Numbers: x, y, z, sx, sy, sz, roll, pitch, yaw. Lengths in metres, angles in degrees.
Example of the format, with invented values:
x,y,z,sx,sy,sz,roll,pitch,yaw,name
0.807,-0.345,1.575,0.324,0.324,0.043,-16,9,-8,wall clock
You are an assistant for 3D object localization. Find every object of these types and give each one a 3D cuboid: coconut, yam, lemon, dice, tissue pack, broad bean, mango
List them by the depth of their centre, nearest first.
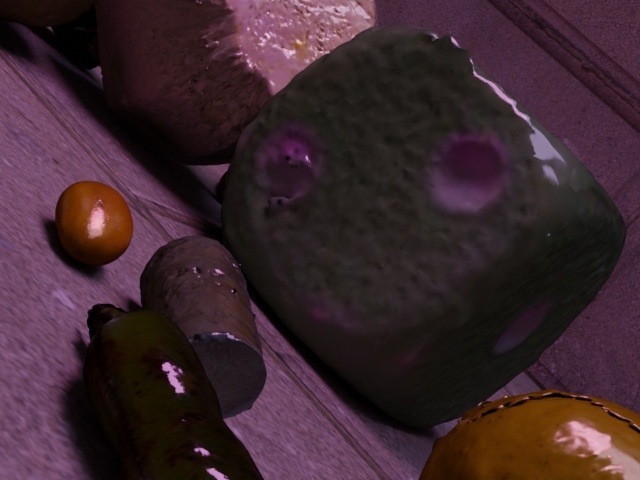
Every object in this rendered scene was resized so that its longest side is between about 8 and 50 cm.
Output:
x,y,z,sx,sy,sz,roll,pitch,yaw,name
-0.067,0.105,0.582,0.077,0.061,0.339,54,-1,-37,broad bean
0.157,0.203,0.754,0.204,0.204,0.260,38,16,-42,lemon
-0.077,0.056,0.789,0.078,0.078,0.179,41,7,-22,yam
-0.161,-0.010,0.844,0.060,0.046,0.089,40,20,-12,mango
0.104,-0.016,1.285,0.330,0.318,0.322,47,7,25,dice
-0.114,-0.235,1.400,0.297,0.297,0.309,41,-27,-23,coconut
-0.303,-0.303,1.480,0.103,0.090,0.170,53,-7,35,tissue pack

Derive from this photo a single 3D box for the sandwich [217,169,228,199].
x,y,z,sx,sy,sz,roll,pitch,yaw,name
-0.018,-0.021,1.601,0.251,0.087,0.226,43,5,-9,sandwich

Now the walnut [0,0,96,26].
x,y,z,sx,sy,sz,roll,pitch,yaw,name
-0.301,-0.378,1.247,0.253,0.282,0.277,34,20,-23,walnut
